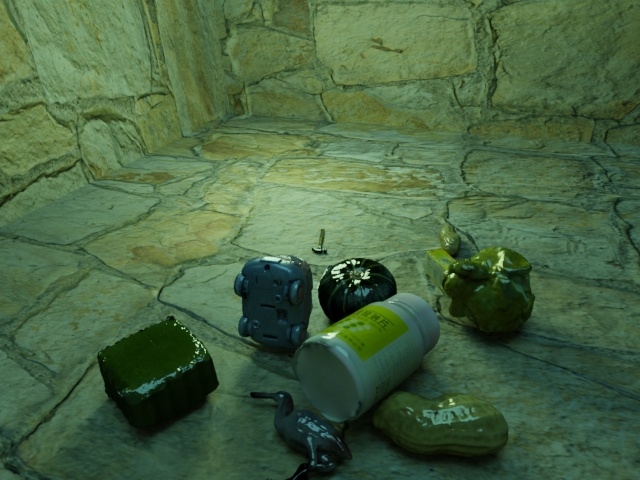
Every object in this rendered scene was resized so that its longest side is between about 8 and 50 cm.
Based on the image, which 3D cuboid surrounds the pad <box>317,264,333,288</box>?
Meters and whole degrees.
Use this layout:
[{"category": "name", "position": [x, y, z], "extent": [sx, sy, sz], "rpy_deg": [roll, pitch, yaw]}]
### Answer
[{"category": "pad", "position": [0.060, 0.137, 1.741], "extent": [0.112, 0.003, 0.157], "rpy_deg": [6, 31, 16]}]

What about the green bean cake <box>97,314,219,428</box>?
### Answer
[{"category": "green bean cake", "position": [-0.429, 0.349, 1.281], "extent": [0.247, 0.156, 0.250], "rpy_deg": [-25, 37, -34]}]

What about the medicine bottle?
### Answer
[{"category": "medicine bottle", "position": [0.132, 0.280, 1.229], "extent": [0.214, 0.213, 0.379], "rpy_deg": [22, 28, 36]}]

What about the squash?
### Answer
[{"category": "squash", "position": [0.120, 0.164, 1.532], "extent": [0.252, 0.165, 0.252], "rpy_deg": [-4, 34, 2]}]

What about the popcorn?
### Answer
[{"category": "popcorn", "position": [0.506, 0.155, 1.452], "extent": [0.277, 0.225, 0.276], "rpy_deg": [-9, 39, 7]}]

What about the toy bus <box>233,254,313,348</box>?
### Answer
[{"category": "toy bus", "position": [-0.115, 0.166, 1.441], "extent": [0.197, 0.294, 0.232], "rpy_deg": [5, 21, 19]}]

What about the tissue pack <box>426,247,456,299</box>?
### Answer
[{"category": "tissue pack", "position": [0.433, 0.110, 1.656], "extent": [0.062, 0.095, 0.176], "rpy_deg": [-13, 31, -13]}]

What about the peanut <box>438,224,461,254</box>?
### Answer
[{"category": "peanut", "position": [0.501, -0.006, 1.865], "extent": [0.080, 0.080, 0.174], "rpy_deg": [0, 31, 6]}]

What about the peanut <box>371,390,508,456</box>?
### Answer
[{"category": "peanut", "position": [0.272, 0.423, 1.118], "extent": [0.306, 0.146, 0.147], "rpy_deg": [-3, 30, 10]}]

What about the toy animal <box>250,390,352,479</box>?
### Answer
[{"category": "toy animal", "position": [-0.049, 0.449, 1.136], "extent": [0.195, 0.090, 0.324], "rpy_deg": [-10, 33, -11]}]

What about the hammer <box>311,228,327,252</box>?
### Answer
[{"category": "hammer", "position": [0.000, 0.000, 1.968], "extent": [0.062, 0.017, 0.182], "rpy_deg": [0, 29, 5]}]
